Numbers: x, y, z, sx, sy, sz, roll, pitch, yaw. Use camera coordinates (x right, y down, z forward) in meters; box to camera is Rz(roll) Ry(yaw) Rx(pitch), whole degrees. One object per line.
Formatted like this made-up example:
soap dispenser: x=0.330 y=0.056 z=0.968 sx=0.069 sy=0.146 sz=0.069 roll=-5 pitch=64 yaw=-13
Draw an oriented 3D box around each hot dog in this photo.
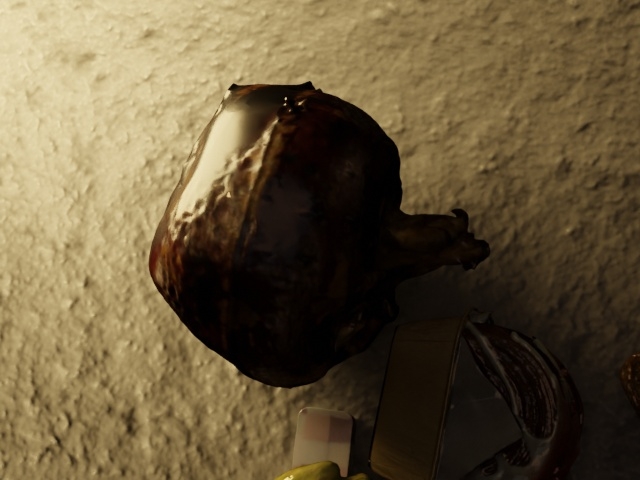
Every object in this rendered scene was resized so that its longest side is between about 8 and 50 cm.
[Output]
hot dog: x=0.356 y=0.159 z=1.634 sx=0.058 sy=0.035 sz=0.083 roll=-24 pitch=74 yaw=0

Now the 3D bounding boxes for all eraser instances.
eraser: x=0.003 y=0.240 z=1.685 sx=0.065 sy=0.026 sz=0.105 roll=5 pitch=77 yaw=14

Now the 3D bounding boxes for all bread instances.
bread: x=0.169 y=0.187 z=1.615 sx=0.212 sy=0.142 sz=0.224 roll=9 pitch=84 yaw=23

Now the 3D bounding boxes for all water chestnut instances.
water chestnut: x=0.000 y=0.000 z=1.591 sx=0.347 sy=0.335 sz=0.335 roll=16 pitch=80 yaw=6

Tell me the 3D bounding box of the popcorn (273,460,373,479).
popcorn: x=0.038 y=0.354 z=1.549 sx=0.286 sy=0.252 sz=0.215 roll=34 pitch=59 yaw=8
